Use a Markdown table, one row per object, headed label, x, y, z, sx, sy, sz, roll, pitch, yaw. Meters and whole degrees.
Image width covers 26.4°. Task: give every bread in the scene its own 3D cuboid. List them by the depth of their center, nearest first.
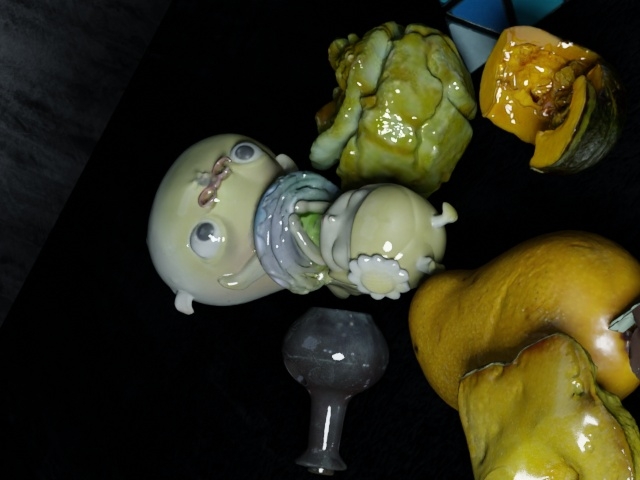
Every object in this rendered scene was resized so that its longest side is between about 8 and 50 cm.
| label | x | y | z | sx | sy | sz | roll | pitch | yaw |
| --- | --- | --- | --- | --- | --- | --- | --- | --- | --- |
| bread | 0.195 | 0.193 | 1.066 | 0.161 | 0.088 | 0.233 | -27 | 76 | 41 |

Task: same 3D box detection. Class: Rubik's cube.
| label | x | y | z | sx | sy | sz | roll | pitch | yaw |
| --- | --- | --- | --- | --- | --- | --- | --- | --- | --- |
| Rubik's cube | 0.177 | -0.305 | 1.596 | 0.284 | 0.250 | 0.234 | -116 | 38 | -55 |

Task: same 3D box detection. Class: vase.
| label | x | y | z | sx | sy | sz | roll | pitch | yaw |
| --- | --- | --- | --- | --- | --- | --- | --- | --- | --- |
| vase | 0.012 | 0.166 | 1.506 | 0.120 | 0.120 | 0.182 | 0 | 83 | 63 |

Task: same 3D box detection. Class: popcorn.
| label | x | y | z | sx | sy | sz | roll | pitch | yaw |
| --- | --- | --- | --- | --- | --- | --- | --- | --- | --- |
| popcorn | 0.086 | -0.144 | 1.581 | 0.204 | 0.184 | 0.221 | -114 | 41 | -75 |

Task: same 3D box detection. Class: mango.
| label | x | y | z | sx | sy | sz | roll | pitch | yaw |
| --- | --- | --- | --- | --- | --- | --- | --- | --- | --- |
| mango | 0.190 | 0.082 | 1.222 | 0.295 | 0.120 | 0.177 | -14 | 61 | 61 |

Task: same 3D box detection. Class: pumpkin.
| label | x | y | z | sx | sy | sz | roll | pitch | yaw |
| --- | --- | --- | --- | --- | --- | --- | --- | --- | --- |
| pumpkin | 0.243 | -0.133 | 1.345 | 0.119 | 0.108 | 0.183 | -59 | 31 | 24 |

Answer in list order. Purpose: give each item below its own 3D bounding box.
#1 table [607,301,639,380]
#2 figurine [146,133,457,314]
| label | x | y | z | sx | sy | sz | roll | pitch | yaw |
| --- | --- | --- | --- | --- | --- | --- | --- | --- | --- |
| table | 0.310 | 0.083 | 1.001 | 0.175 | 0.062 | 0.146 | -46 | 45 | 38 |
| figurine | 0.000 | 0.000 | 1.516 | 0.394 | 0.274 | 0.226 | 2 | 66 | 44 |
